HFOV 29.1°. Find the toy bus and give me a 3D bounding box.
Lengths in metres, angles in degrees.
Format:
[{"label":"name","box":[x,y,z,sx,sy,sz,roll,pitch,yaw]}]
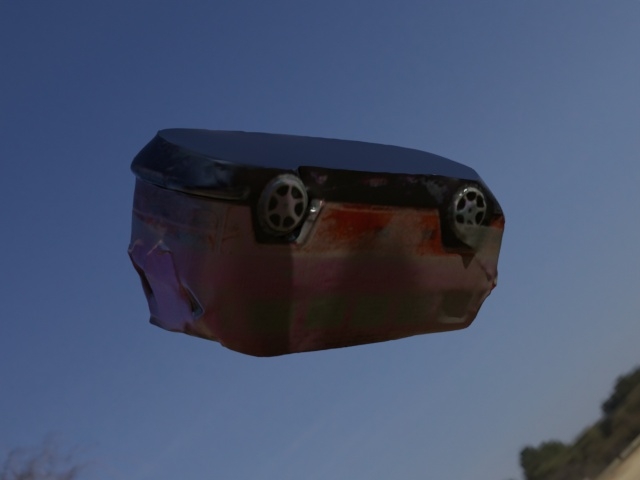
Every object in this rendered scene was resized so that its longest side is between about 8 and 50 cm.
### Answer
[{"label":"toy bus","box":[0.000,0.000,0.928,0.303,0.127,0.147,-1,-76,-39]}]
